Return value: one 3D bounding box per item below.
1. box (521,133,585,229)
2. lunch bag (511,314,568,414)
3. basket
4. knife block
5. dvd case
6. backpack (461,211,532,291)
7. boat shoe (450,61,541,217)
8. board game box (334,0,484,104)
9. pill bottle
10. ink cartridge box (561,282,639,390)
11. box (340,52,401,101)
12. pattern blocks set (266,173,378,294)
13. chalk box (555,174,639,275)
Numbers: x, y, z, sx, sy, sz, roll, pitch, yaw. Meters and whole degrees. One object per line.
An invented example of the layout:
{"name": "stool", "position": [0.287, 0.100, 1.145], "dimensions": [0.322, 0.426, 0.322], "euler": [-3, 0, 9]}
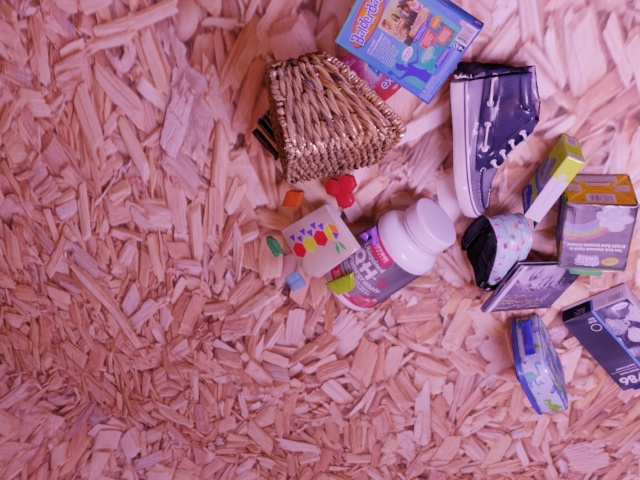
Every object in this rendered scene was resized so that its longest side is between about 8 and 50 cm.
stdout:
{"name": "box", "position": [0.479, -0.122, 1.081], "dimensions": [0.043, 0.109, 0.178], "euler": [23, 129, 1]}
{"name": "lunch bag", "position": [0.542, 0.303, 1.289], "dimensions": [0.090, 0.219, 0.176], "euler": [-20, 115, 26]}
{"name": "basket", "position": [0.016, -0.252, 1.021], "dimensions": [0.223, 0.299, 0.213], "euler": [-13, 87, -4]}
{"name": "knife block", "position": [-0.053, -0.193, 1.270], "dimensions": [0.242, 0.088, 0.275], "euler": [13, 128, 15]}
{"name": "dvd case", "position": [0.504, 0.110, 1.211], "dimensions": [0.222, 0.018, 0.164], "euler": [1, 135, -25]}
{"name": "backpack", "position": [0.403, 0.012, 1.176], "dimensions": [0.115, 0.151, 0.181], "euler": [-14, 144, -8]}
{"name": "boat shoe", "position": [0.364, -0.197, 1.061], "dimensions": [0.158, 0.127, 0.340], "euler": [5, 125, 29]}
{"name": "board game box", "position": [0.154, -0.369, 0.915], "dimensions": [0.210, 0.047, 0.160], "euler": [34, 130, -2]}
{"name": "pill bottle", "position": [0.173, 0.034, 1.279], "dimensions": [0.176, 0.176, 0.319], "euler": [42, 129, -9]}
{"name": "ink cartridge box", "position": [0.766, 0.264, 1.268], "dimensions": [0.333, 0.065, 0.165], "euler": [44, 128, -12]}
{"name": "box", "position": [0.144, -0.376, 1.027], "dimensions": [0.122, 0.128, 0.257], "euler": [45, 129, -10]}
{"name": "pattern blocks set", "position": [0.000, 0.000, 1.264], "dimensions": [0.325, 0.026, 0.285], "euler": [-18, 97, 39]}
{"name": "chalk box", "position": [0.579, -0.019, 1.100], "dimensions": [0.133, 0.132, 0.212], "euler": [4, 126, 19]}
